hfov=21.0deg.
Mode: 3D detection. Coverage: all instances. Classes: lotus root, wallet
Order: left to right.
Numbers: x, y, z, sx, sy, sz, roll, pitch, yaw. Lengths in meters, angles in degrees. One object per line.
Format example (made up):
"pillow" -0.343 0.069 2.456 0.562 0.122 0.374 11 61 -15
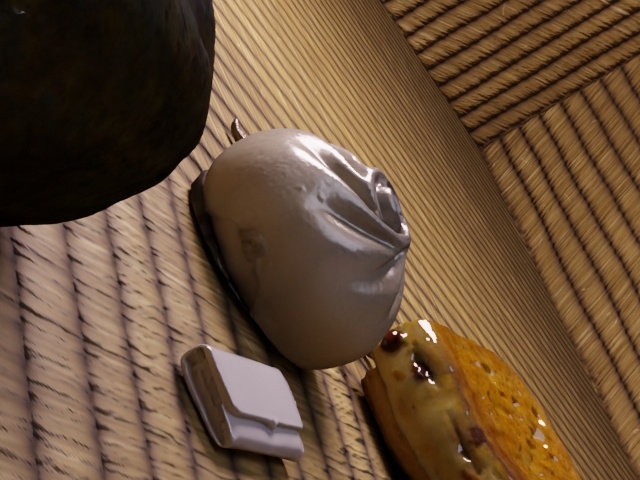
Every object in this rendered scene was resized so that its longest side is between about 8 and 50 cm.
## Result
"lotus root" -0.131 -0.091 0.717 0.275 0.152 0.160 19 59 -69
"wallet" -0.041 0.094 0.985 0.061 0.025 0.122 70 12 16

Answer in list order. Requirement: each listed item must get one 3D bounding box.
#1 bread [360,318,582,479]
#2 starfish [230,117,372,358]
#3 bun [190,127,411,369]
"bread" 0.128 0.181 1.363 0.235 0.099 0.210 33 25 -56
"starfish" 0.007 -0.004 1.414 0.238 0.057 0.213 57 3 -17
"bun" 0.000 -0.002 1.193 0.173 0.120 0.173 59 9 -16
